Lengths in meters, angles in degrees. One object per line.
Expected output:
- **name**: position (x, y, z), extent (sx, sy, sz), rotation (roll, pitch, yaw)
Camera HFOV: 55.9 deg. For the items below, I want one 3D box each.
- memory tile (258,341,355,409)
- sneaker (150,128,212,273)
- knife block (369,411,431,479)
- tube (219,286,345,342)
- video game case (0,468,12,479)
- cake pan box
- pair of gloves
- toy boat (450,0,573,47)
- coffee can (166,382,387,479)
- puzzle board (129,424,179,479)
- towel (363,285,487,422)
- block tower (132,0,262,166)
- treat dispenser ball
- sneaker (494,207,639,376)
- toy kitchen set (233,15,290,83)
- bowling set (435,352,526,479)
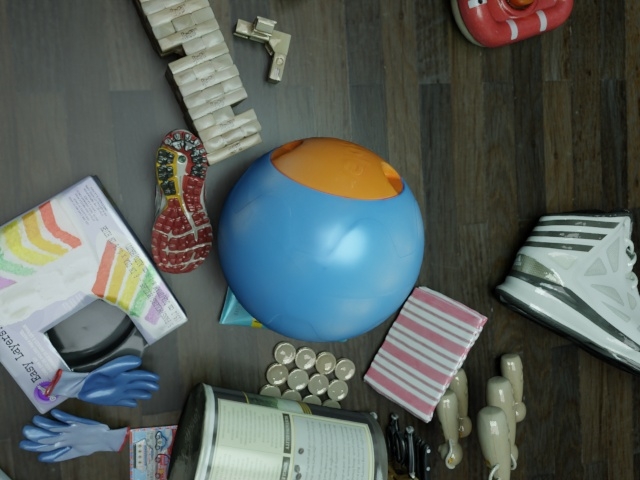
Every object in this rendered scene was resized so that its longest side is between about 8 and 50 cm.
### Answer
- **memory tile**: position (-0.021, 0.236, 1.009), extent (0.148, 0.012, 0.113), rotation (19, 89, -17)
- **sneaker**: position (-0.204, -0.056, 0.897), extent (0.088, 0.092, 0.225), rotation (4, 110, -17)
- **knife block**: position (0.095, 0.443, 1.021), extent (0.242, 0.088, 0.275), rotation (39, 83, -15)
- **tube**: position (-0.053, 0.117, 0.976), extent (0.207, 0.052, 0.080), rotation (14, 79, -12)
- **video game case**: position (-0.531, 0.514, 0.865), extent (0.329, 0.036, 0.300), rotation (-40, 104, -10)
- **cake pan box**: position (-0.360, 0.079, 0.867), extent (0.246, 0.070, 0.266), rotation (-31, 103, -10)
- **pair of gloves**: position (-0.326, 0.241, 0.865), extent (0.159, 0.023, 0.198), rotation (17, 110, -40)
- **toy boat**: position (0.335, -0.413, 0.992), extent (0.231, 0.151, 0.150), rotation (-21, 100, -14)
- **coffee can**: position (-0.068, 0.335, 0.897), extent (0.276, 0.201, 0.201), rotation (16, 90, -20)
- **puzzle board**: position (-0.250, 0.356, 0.950), extent (0.097, 0.011, 0.128), rotation (0, 94, -17)
- **towel**: position (0.172, 0.184, 1.001), extent (0.029, 0.144, 0.197), rotation (35, 84, -45)
- **block tower**: position (-0.191, -0.281, 0.877), extent (0.097, 0.091, 0.335), rotation (-27, 102, -14)
- **treat dispenser ball**: position (0.000, 0.000, 0.853), extent (0.288, 0.288, 0.288), rotation (-1, 95, -17)
- **sneaker**: position (0.556, 0.092, 1.088), extent (0.448, 0.169, 0.257), rotation (29, 88, -14)
- **toy kitchen set**: position (-0.091, -0.291, 0.917), extent (0.083, 0.068, 0.075), rotation (12, 91, -17)
- **bowling set**: position (0.245, 0.308, 1.034), extent (0.200, 0.287, 0.154), rotation (-4, 100, 28)
